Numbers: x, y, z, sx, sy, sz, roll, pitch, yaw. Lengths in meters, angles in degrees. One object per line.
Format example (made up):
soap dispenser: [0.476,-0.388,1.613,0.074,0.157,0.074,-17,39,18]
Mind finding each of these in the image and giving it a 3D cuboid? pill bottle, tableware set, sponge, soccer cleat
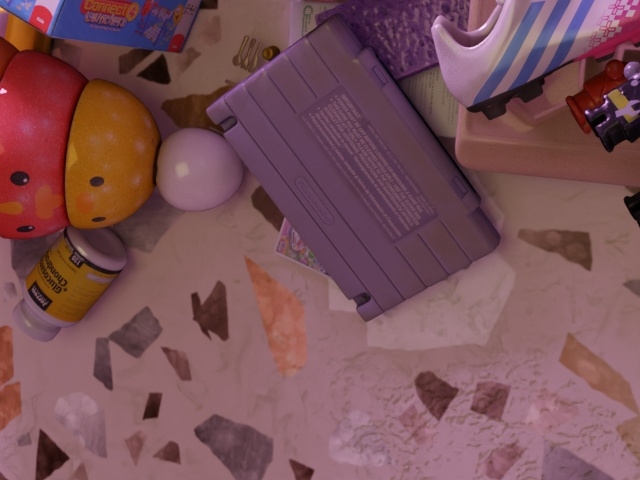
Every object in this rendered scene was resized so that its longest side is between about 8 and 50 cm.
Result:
pill bottle: [-0.374,0.062,1.947,0.103,0.103,0.184,47,112,15]
tableware set: [-0.086,-0.199,1.825,0.104,0.024,0.154,27,105,18]
sponge: [0.100,-0.263,1.649,0.210,0.031,0.117,-19,87,27]
soccer cleat: [0.275,-0.261,1.446,0.331,0.116,0.143,-28,102,15]

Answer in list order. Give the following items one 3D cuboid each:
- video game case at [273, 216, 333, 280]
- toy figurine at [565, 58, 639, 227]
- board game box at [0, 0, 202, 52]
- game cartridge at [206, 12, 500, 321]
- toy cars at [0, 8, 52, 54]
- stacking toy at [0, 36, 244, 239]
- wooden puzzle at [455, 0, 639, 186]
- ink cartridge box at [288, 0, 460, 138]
video game case: [0.000,0.000,1.805,0.122,0.011,0.087,25,105,22]
toy figurine: [0.380,-0.107,1.417,0.148,0.209,0.213,-31,96,8]
board game box: [-0.366,-0.366,1.788,0.302,0.308,0.086,31,106,20]
game cartridge: [0.045,-0.088,1.685,0.230,0.068,0.355,-32,100,27]
toy cars: [-0.548,-0.411,1.997,0.176,0.087,0.394,-34,80,25]
stacking toy: [-0.343,-0.128,1.825,0.480,0.350,0.351,6,98,5]
wooden puzzle: [0.334,-0.241,1.545,0.322,0.080,0.348,6,103,8]
ink cartridge box: [0.113,-0.220,1.699,0.332,0.065,0.165,9,99,27]
